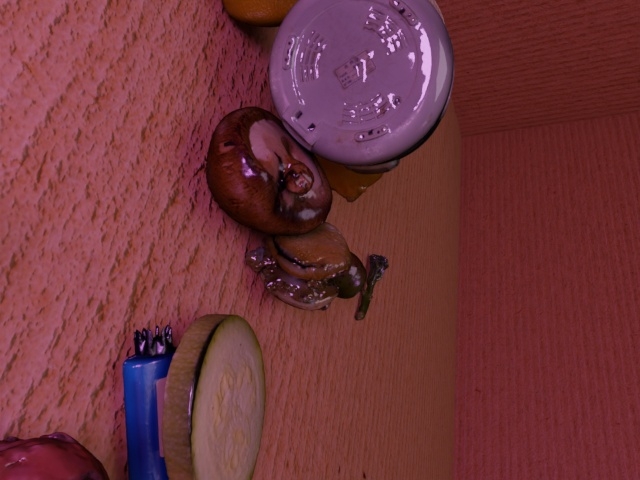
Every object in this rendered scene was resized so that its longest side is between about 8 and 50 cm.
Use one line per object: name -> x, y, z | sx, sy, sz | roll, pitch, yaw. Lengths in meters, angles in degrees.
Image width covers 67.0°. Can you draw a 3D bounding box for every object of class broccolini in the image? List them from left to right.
broccolini -> 0.142, 0.125, 1.304 | 0.216, 0.058, 0.067 | -68, 148, -43

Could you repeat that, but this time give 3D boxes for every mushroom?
mushroom -> -0.084, -0.098, 0.743 | 0.231, 0.138, 0.194 | 31, 23, -45

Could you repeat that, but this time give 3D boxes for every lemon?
lemon -> 0.060, -0.208, 1.017 | 0.188, 0.188, 0.256 | 11, 81, -65

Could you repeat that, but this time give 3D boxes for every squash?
squash -> -0.134, 0.222, 0.638 | 0.252, 0.049, 0.251 | -2, 90, -78

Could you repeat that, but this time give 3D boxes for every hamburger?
hamburger -> -0.040, 0.044, 0.830 | 0.159, 0.185, 0.131 | -105, -148, -50

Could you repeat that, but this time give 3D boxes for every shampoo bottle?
shampoo bottle -> -0.193, 0.192, 0.572 | 0.087, 0.050, 0.182 | -2, 88, -68

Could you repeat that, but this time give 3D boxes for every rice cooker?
rice cooker -> 0.077, -0.253, 0.788 | 0.277, 0.289, 0.288 | -29, 113, -75

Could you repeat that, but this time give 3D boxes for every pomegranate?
pomegranate -> 0.032, 0.085, 1.031 | 0.142, 0.115, 0.114 | -53, 139, -19

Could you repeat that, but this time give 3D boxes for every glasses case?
glasses case -> -0.040, -0.483, 0.857 | 0.371, 0.173, 0.141 | -66, 147, -46

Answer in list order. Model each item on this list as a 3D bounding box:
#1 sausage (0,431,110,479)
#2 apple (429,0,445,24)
sausage -> -0.230, 0.283, 0.365 | 0.152, 0.152, 0.279 | -7, 95, -65
apple -> 0.139, -0.486, 1.181 | 0.295, 0.234, 0.257 | -49, 118, -34
